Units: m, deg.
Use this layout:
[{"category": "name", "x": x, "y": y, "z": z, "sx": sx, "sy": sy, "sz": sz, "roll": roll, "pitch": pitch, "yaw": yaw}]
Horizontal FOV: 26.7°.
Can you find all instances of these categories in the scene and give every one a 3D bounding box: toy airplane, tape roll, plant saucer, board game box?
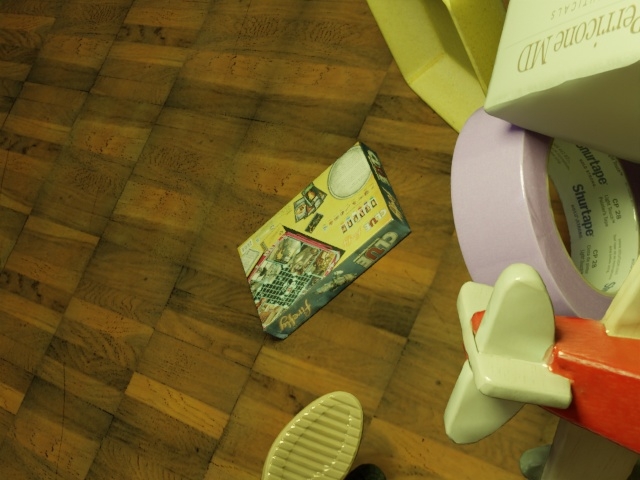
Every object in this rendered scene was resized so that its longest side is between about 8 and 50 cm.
[{"category": "toy airplane", "x": 0.305, "y": 0.116, "z": 1.236, "sx": 0.386, "sy": 0.384, "sz": 0.272, "roll": -21, "pitch": 19, "yaw": 29}, {"category": "tape roll", "x": 0.252, "y": -0.025, "z": 1.422, "sx": 0.090, "sy": 0.275, "sz": 0.275, "roll": -17, "pitch": 55, "yaw": 38}, {"category": "plant saucer", "x": 0.157, "y": -0.257, "z": 1.654, "sx": 0.081, "sy": 0.333, "sz": 0.333, "roll": -34, "pitch": 42, "yaw": -4}, {"category": "board game box", "x": 0.000, "y": 0.000, "z": 1.843, "sx": 0.243, "sy": 0.042, "sz": 0.165, "roll": -40, "pitch": 43, "yaw": 20}]

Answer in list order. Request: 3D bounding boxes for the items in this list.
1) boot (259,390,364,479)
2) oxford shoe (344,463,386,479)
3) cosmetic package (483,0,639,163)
[{"category": "boot", "x": -0.030, "y": 0.283, "z": 1.597, "sx": 0.248, "sy": 0.090, "sz": 0.207, "roll": -59, "pitch": -2, "yaw": -2}, {"category": "oxford shoe", "x": 0.006, "y": 0.364, "z": 1.586, "sx": 0.096, "sy": 0.083, "sz": 0.227, "roll": 4, "pitch": 64, "yaw": 60}, {"category": "cosmetic package", "x": 0.396, "y": -0.274, "z": 1.217, "sx": 0.329, "sy": 0.327, "sz": 0.394, "roll": 172, "pitch": 113, "yaw": -72}]
